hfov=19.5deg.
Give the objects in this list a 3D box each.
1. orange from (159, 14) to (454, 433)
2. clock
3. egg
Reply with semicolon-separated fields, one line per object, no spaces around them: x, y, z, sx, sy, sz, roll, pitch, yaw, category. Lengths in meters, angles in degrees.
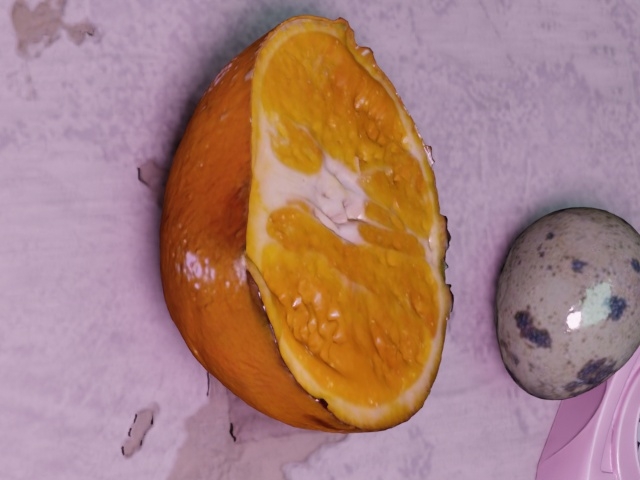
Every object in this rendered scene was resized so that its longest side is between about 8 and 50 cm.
-0.004;0.001;1.467;0.274;0.274;0.310;-9;47;-31;orange
0.329;0.238;1.738;0.275;0.080;0.290;35;69;-23;clock
0.224;0.057;1.657;0.141;0.141;0.182;31;70;-25;egg
